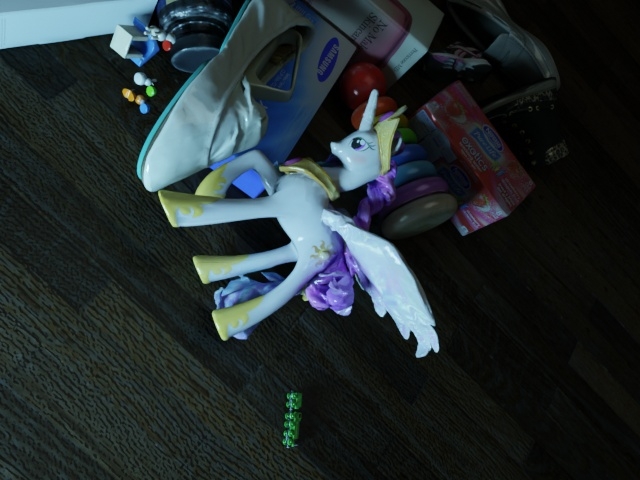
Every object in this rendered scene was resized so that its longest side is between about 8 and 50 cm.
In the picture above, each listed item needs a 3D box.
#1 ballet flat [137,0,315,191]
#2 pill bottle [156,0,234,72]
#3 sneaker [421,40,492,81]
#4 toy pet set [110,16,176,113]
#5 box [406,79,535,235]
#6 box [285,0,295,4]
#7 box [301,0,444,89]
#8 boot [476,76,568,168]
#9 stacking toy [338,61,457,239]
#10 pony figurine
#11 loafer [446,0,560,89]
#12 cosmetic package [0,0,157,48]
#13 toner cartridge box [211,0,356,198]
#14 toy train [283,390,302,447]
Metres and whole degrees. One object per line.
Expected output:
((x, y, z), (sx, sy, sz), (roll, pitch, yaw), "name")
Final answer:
((-0.113, -0.217, 0.861), (0.139, 0.139, 0.400), (34, 58, -15), "ballet flat")
((-0.206, -0.394, 0.967), (0.122, 0.123, 0.219), (-4, 81, -29), "pill bottle")
((0.281, -0.388, 1.274), (0.178, 0.072, 0.077), (-2, 63, -37), "sneaker")
((-0.267, -0.281, 0.926), (0.114, 0.122, 0.065), (41, 30, 15), "toy pet set")
((0.271, -0.155, 1.146), (0.122, 0.128, 0.257), (-39, 93, -32), "box")
((-0.163, -0.531, 1.030), (0.324, 0.067, 0.063), (44, 60, 7), "box")
((0.088, -0.418, 1.117), (0.232, 0.148, 0.127), (35, 55, -13), "box")
((0.418, -0.230, 1.271), (0.236, 0.085, 0.179), (-23, 105, -11), "boot")
((0.124, -0.175, 1.084), (0.141, 0.141, 0.330), (-12, 73, -31), "stacking toy")
((0.000, 0.000, 0.865), (0.363, 0.303, 0.351), (-22, 108, -8), "pony figurine")
((0.402, -0.435, 1.328), (0.111, 0.112, 0.319), (-41, 88, -26), "loafer")
((-0.454, -0.483, 0.887), (0.284, 0.097, 0.377), (-23, 85, -35), "cosmetic package")
((-0.084, -0.256, 1.019), (0.165, 0.075, 0.348), (36, 60, -14), "toner cartridge box")
((-0.041, 0.271, 0.902), (0.023, 0.017, 0.083), (18, 65, -34), "toy train")
